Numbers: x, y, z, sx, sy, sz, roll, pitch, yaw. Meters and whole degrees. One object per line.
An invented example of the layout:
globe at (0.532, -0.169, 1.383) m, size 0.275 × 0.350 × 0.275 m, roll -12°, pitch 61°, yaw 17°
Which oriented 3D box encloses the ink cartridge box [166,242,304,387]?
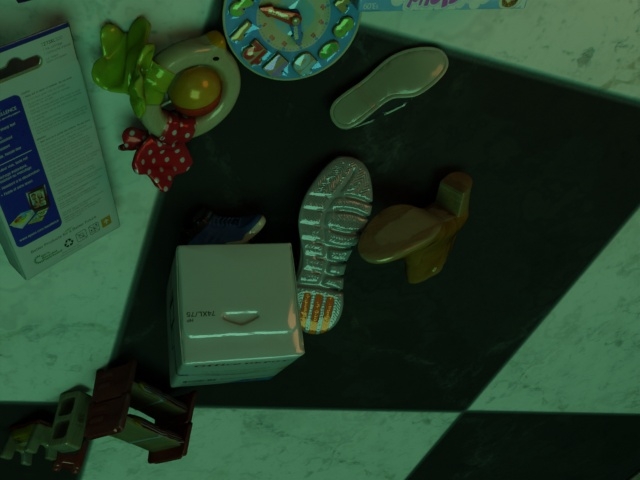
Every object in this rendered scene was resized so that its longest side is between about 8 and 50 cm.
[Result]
ink cartridge box at (-0.163, 0.138, 1.216) m, size 0.198 × 0.197 × 0.270 m, roll -1°, pitch 161°, yaw -17°

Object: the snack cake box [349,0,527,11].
snack cake box at (0.167, -0.397, 0.924) m, size 0.264 × 0.089 × 0.152 m, roll -8°, pitch 133°, yaw -18°

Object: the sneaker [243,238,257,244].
sneaker at (-0.165, 0.010, 1.276) m, size 0.069 × 0.038 × 0.098 m, roll -36°, pitch 124°, yaw 20°

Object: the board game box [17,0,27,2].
board game box at (-0.257, -0.426, 0.710) m, size 0.208 × 0.056 × 0.347 m, roll -29°, pitch 154°, yaw -25°

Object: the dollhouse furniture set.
dollhouse furniture set at (-0.484, 0.403, 1.512) m, size 0.374 × 0.152 × 0.201 m, roll -19°, pitch 140°, yaw 26°

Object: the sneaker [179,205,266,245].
sneaker at (-0.176, -0.027, 1.197) m, size 0.152 × 0.058 × 0.085 m, roll -24°, pitch 112°, yaw 21°

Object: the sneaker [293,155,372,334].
sneaker at (0.000, 0.000, 1.264) m, size 0.124 × 0.180 × 0.321 m, roll 16°, pitch 95°, yaw -9°

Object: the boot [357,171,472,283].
boot at (0.175, 0.017, 1.273) m, size 0.295 × 0.104 × 0.211 m, roll -35°, pitch 148°, yaw -30°

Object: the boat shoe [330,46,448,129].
boat shoe at (0.108, -0.244, 1.109) m, size 0.206 × 0.075 × 0.065 m, roll -30°, pitch 178°, yaw 5°

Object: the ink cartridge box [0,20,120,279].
ink cartridge box at (-0.407, -0.123, 0.986) m, size 0.175 × 0.069 × 0.371 m, roll -36°, pitch 148°, yaw -32°

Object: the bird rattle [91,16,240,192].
bird rattle at (-0.206, -0.197, 0.998) m, size 0.206 × 0.143 × 0.254 m, roll -28°, pitch 141°, yaw -13°

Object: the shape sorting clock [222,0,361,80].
shape sorting clock at (-0.038, -0.321, 0.983) m, size 0.206 × 0.040 × 0.206 m, roll -9°, pitch 136°, yaw -9°
